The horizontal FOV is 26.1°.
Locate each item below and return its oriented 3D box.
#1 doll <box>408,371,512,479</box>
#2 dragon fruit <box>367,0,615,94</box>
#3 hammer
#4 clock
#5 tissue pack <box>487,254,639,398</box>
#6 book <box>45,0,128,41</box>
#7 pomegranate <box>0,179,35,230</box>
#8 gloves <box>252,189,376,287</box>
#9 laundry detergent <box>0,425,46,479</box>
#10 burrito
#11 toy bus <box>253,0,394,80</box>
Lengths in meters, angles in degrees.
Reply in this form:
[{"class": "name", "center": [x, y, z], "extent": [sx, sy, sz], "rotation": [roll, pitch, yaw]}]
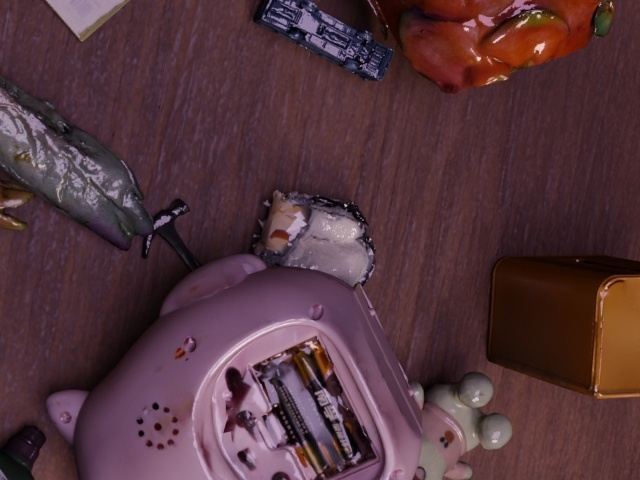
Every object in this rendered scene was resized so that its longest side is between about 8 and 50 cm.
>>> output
[{"class": "doll", "center": [0.109, 0.271, 1.700], "extent": [0.275, 0.113, 0.155], "rotation": [-39, 109, -5]}, {"class": "dragon fruit", "center": [0.203, -0.274, 1.593], "extent": [0.291, 0.291, 0.189], "rotation": [-22, 108, -16]}, {"class": "hammer", "center": [-0.136, 0.051, 1.633], "extent": [0.078, 0.021, 0.201], "rotation": [-40, 105, -12]}, {"class": "clock", "center": [-0.088, 0.212, 1.516], "extent": [0.377, 0.250, 0.368], "rotation": [-26, 94, 4]}, {"class": "tissue pack", "center": [0.345, 0.098, 1.675], "extent": [0.194, 0.274, 0.145], "rotation": [-2, 94, -20]}, {"class": "book", "center": [-0.254, -0.349, 1.559], "extent": [0.192, 0.013, 0.168], "rotation": [-43, 107, -11]}, {"class": "pomegranate", "center": [-0.417, -0.056, 1.432], "extent": [0.246, 0.198, 0.198], "rotation": [23, 87, -17]}, {"class": "gloves", "center": [-0.002, 0.001, 1.651], "extent": [0.153, 0.070, 0.114], "rotation": [21, 81, -20]}, {"class": "laundry detergent", "center": [-0.384, 0.290, 1.520], "extent": [0.144, 0.078, 0.221], "rotation": [44, 61, -27]}, {"class": "burrito", "center": [-0.309, -0.102, 1.535], "extent": [0.309, 0.066, 0.096], "rotation": [38, 87, -18]}, {"class": "toy bus", "center": [0.004, -0.242, 1.633], "extent": [0.166, 0.065, 0.047], "rotation": [26, 86, -18]}]
